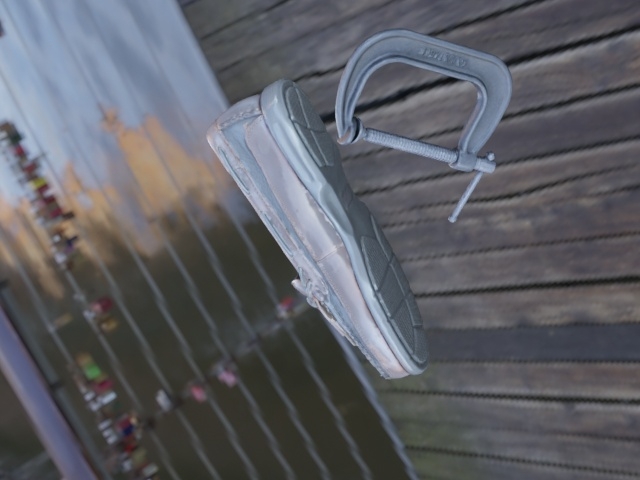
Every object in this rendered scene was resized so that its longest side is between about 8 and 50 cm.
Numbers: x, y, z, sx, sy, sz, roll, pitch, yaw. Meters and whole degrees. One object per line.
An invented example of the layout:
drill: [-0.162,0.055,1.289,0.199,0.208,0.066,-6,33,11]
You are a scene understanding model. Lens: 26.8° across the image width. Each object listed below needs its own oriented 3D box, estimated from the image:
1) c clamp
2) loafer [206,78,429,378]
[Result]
c clamp: [0.075,-0.085,0.990,0.137,0.160,0.022,-58,33,23]
loafer: [0.000,0.000,0.518,0.039,0.045,0.125,-23,101,21]
